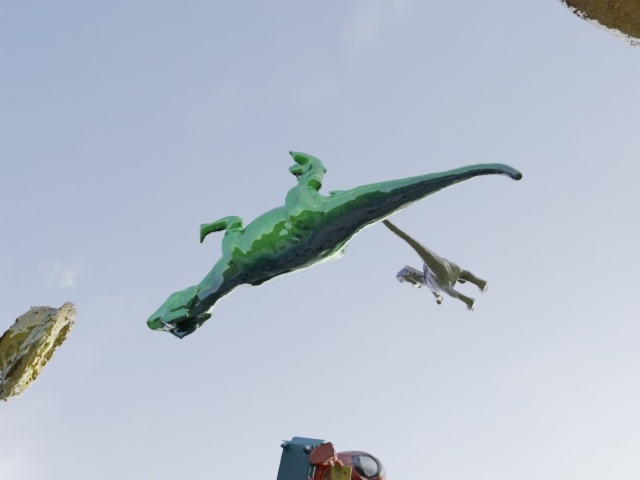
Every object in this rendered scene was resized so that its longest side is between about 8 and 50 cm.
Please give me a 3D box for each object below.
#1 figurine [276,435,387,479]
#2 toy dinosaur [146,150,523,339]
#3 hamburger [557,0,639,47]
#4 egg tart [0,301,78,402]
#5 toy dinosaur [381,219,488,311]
[{"bbox_3d":[0.011,0.221,0.776,0.075,0.068,0.140,-5,-25,29],"label":"figurine"},{"bbox_3d":[0.000,0.000,1.222,0.500,0.374,0.144,-4,-54,42],"label":"toy dinosaur"},{"bbox_3d":[0.461,-0.438,1.178,0.284,0.174,0.304,27,-72,-4],"label":"hamburger"},{"bbox_3d":[-0.470,0.170,1.373,0.074,0.191,0.191,36,-65,0],"label":"egg tart"},{"bbox_3d":[0.196,0.053,1.512,0.200,0.251,0.072,26,-98,21],"label":"toy dinosaur"}]
